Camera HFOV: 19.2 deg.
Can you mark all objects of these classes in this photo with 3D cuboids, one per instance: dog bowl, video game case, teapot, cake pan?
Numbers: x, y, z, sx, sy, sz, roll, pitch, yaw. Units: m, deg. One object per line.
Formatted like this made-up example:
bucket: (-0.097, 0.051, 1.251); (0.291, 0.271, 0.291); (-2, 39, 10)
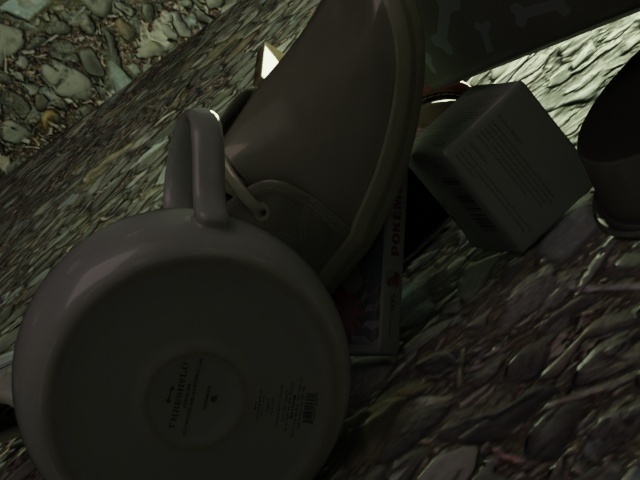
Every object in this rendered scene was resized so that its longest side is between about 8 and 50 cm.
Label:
dog bowl: (0.212, -0.221, 1.520); (0.349, 0.102, 0.349); (-21, 3, 1)
video game case: (0.000, 0.000, 1.504); (0.201, 0.023, 0.183); (-5, 80, 55)
teapot: (-0.106, 0.078, 1.352); (0.256, 0.252, 0.187); (-37, 22, -1)
cake pan: (0.293, -0.118, 1.310); (0.293, 0.054, 0.293); (-38, 14, 11)

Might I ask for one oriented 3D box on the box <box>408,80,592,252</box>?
box: (0.134, -0.057, 1.439); (0.087, 0.101, 0.102); (-43, 14, -11)

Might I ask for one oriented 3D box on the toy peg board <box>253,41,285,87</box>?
toy peg board: (-0.014, -0.107, 1.894); (0.079, 0.161, 0.161); (-54, 11, 14)

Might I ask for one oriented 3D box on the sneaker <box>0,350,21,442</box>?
sneaker: (-0.267, 0.147, 1.952); (0.258, 0.094, 0.091); (-30, 42, 38)

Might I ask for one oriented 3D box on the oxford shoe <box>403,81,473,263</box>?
oxford shoe: (0.001, -0.006, 1.608); (0.348, 0.123, 0.130); (-40, 20, 12)

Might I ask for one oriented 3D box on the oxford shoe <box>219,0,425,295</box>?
oxford shoe: (-0.057, -0.019, 1.460); (0.449, 0.130, 0.169); (-58, 39, 30)
